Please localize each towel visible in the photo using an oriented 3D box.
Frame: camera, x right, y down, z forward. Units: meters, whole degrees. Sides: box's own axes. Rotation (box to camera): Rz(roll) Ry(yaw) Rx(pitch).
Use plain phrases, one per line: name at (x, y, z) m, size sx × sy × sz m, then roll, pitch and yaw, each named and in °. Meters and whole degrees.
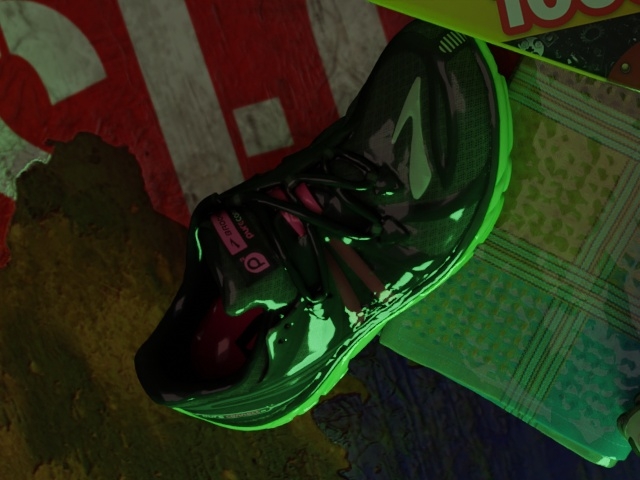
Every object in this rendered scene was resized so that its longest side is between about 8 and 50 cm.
towel at (0.243, 0.001, 1.649) m, size 0.271 × 0.040 × 0.370 m, roll 30°, pitch 112°, yaw 9°

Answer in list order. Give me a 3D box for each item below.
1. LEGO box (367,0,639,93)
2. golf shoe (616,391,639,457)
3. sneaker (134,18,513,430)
LEGO box at (0.100, -0.372, 1.409) m, size 0.500 × 0.193 × 0.373 m, roll 18°, pitch 106°, yaw -5°
golf shoe at (0.362, 0.208, 1.622) m, size 0.198 × 0.094 × 0.077 m, roll 21°, pitch 110°, yaw -6°
sneaker at (0.000, 0.000, 1.627) m, size 0.185 × 0.202 × 0.483 m, roll 49°, pitch 117°, yaw 29°
